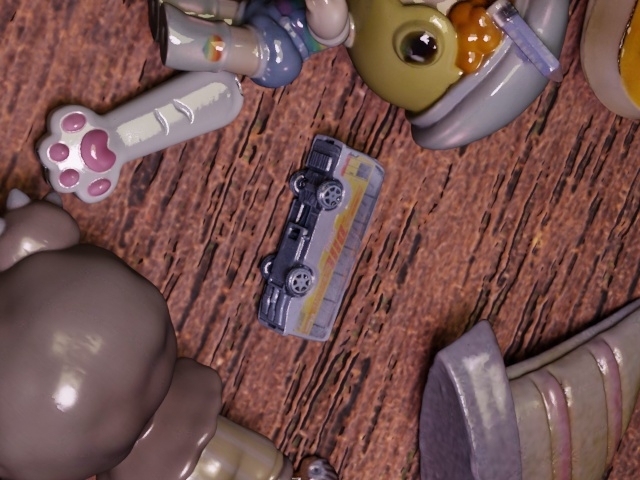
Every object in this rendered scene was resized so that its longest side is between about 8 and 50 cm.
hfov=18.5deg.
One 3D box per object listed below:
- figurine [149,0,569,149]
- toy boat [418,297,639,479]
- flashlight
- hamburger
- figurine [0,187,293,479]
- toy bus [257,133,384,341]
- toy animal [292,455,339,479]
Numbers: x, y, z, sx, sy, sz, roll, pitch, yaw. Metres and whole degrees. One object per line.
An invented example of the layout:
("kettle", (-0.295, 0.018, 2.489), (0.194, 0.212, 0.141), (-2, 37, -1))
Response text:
("figurine", (0.034, -0.194, 1.801), (0.381, 0.224, 0.205), (5, 121, -2))
("toy boat", (0.219, 0.204, 1.981), (0.293, 0.111, 0.276), (-1, 109, -34))
("flashlight", (-0.159, -0.103, 1.777), (0.200, 0.047, 0.093), (-25, 108, -17))
("hamburger", (0.345, -0.219, 1.943), (0.173, 0.116, 0.210), (13, 100, -17))
("figurine", (-0.188, 0.145, 1.731), (0.380, 0.203, 0.248), (39, 80, -27))
("toy bus", (0.000, 0.000, 1.860), (0.075, 0.064, 0.191), (18, 93, -31))
("toy animal", (0.015, 0.315, 1.928), (0.188, 0.089, 0.179), (24, 76, -21))
